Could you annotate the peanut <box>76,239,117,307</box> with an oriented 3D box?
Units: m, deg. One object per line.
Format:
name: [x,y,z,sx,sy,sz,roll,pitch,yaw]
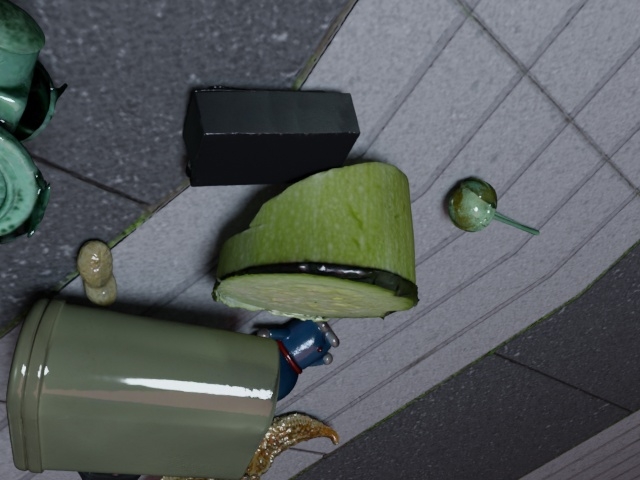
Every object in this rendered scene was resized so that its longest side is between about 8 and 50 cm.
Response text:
peanut: [-0.222,0.034,0.666,0.037,0.037,0.083,-14,136,-12]

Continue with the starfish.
starfish: [-0.164,0.346,0.991,0.293,0.084,0.301,-41,141,17]

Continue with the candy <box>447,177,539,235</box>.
candy: [0.223,-0.028,0.815,0.202,0.061,0.061,14,127,-46]

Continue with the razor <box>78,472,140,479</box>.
razor: [-0.261,0.267,0.879,0.090,0.054,0.148,9,128,-33]

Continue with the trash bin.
trash bin: [-0.186,0.169,0.708,0.247,0.121,0.243,9,139,-13]

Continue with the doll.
doll: [-0.051,0.149,0.839,0.151,0.085,0.114,-36,125,-3]

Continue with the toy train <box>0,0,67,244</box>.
toy train: [-0.347,-0.026,0.456,0.253,0.160,0.397,22,123,-31]

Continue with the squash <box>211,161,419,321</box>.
squash: [-0.009,0.011,0.690,0.220,0.133,0.220,-5,162,-2]

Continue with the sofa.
sofa: [-0.048,-0.096,0.604,0.147,0.060,0.085,-5,153,-21]
